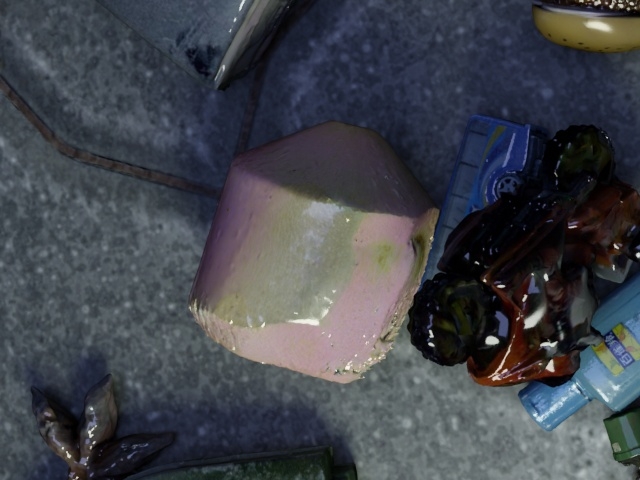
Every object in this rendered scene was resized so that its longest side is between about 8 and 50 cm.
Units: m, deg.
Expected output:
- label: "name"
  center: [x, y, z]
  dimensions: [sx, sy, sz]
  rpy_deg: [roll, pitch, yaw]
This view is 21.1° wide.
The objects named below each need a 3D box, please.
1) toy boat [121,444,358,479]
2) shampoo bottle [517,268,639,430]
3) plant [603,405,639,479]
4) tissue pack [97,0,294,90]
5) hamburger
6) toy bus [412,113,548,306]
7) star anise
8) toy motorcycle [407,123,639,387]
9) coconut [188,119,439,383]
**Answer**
- label: "toy boat"
  center: [-0.116, 0.298, 1.795]
  dimensions: [0.319, 0.092, 0.141]
  rpy_deg: [-6, 90, 5]
- label: "shampoo bottle"
  center: [0.311, 0.096, 1.703]
  dimensions: [0.258, 0.061, 0.104]
  rpy_deg: [-39, 77, 13]
- label: "plant"
  center: [0.319, 0.218, 1.708]
  dimensions: [0.051, 0.051, 0.102]
  rpy_deg: [-21, 90, 14]
- label: "tissue pack"
  center: [-0.178, -0.382, 1.756]
  dimensions: [0.394, 0.124, 0.288]
  rpy_deg: [39, 121, 12]
- label: "hamburger"
  center: [0.275, -0.250, 1.662]
  dimensions: [0.175, 0.175, 0.137]
  rpy_deg: [8, 107, 15]
- label: "toy bus"
  center: [0.164, -0.009, 1.737]
  dimensions: [0.094, 0.079, 0.237]
  rpy_deg: [20, 96, 30]
- label: "star anise"
  center: [-0.240, 0.247, 1.852]
  dimensions: [0.171, 0.063, 0.208]
  rpy_deg: [3, 91, 11]
- label: "toy motorcycle"
  center: [0.249, 0.001, 1.644]
  dimensions: [0.134, 0.207, 0.401]
  rpy_deg: [17, 60, 49]
- label: "coconut"
  center: [0.000, 0.000, 1.709]
  dimensions: [0.233, 0.233, 0.245]
  rpy_deg: [24, 101, 13]
